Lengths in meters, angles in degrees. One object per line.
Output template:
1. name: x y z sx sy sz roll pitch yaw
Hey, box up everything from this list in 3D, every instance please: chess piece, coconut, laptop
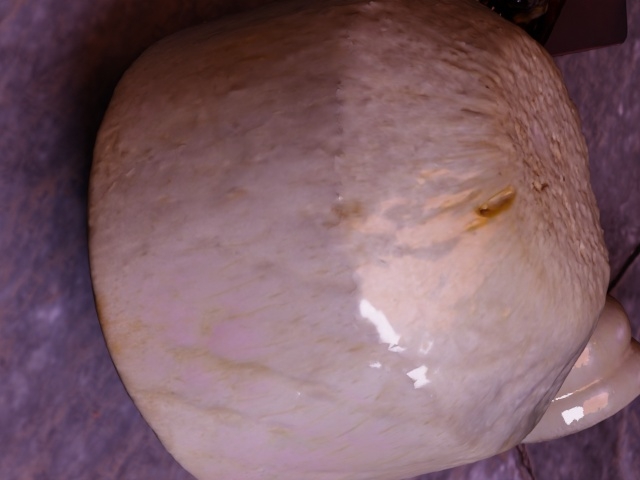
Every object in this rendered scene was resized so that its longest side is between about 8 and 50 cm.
1. chess piece: 0.171 0.017 1.341 0.167 0.167 0.299 -30 108 -22
2. coconut: 0.000 0.000 1.138 0.345 0.415 0.415 28 84 -51
3. laptop: 0.218 -0.276 1.393 0.154 0.026 0.207 -14 105 -29

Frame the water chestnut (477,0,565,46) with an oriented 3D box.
1. water chestnut: 0.123 -0.235 1.232 0.224 0.238 0.223 -12 115 -27
